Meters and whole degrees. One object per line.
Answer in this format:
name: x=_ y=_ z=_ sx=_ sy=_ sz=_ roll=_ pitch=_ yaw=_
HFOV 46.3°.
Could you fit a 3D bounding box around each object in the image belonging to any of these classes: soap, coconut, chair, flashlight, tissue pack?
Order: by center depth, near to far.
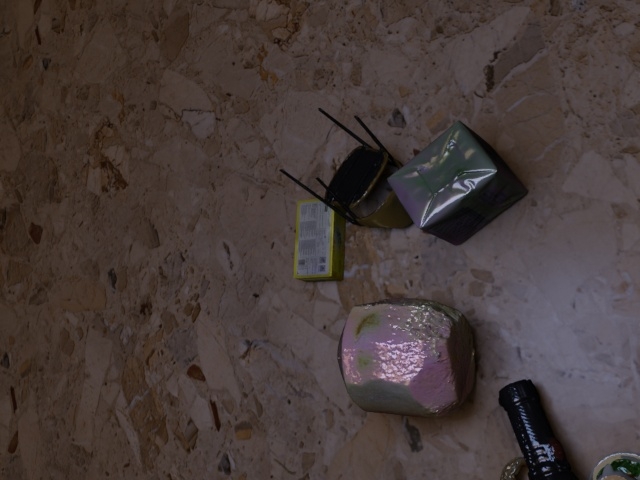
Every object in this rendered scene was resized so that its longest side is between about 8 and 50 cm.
flashlight: x=0.377 y=0.350 z=1.285 sx=0.093 sy=0.093 sz=0.231 roll=-30 pitch=52 yaw=23
coconut: x=0.146 y=0.211 z=1.393 sx=0.245 sy=0.233 sz=0.233 roll=-2 pitch=78 yaw=27
soap: x=0.259 y=-0.102 z=1.418 sx=0.182 sy=0.199 sz=0.138 roll=-41 pitch=63 yaw=19
chair: x=0.078 y=-0.131 z=1.542 sx=0.172 sy=0.247 sz=0.158 roll=23 pitch=78 yaw=52
tissue pack: x=0.000 y=0.000 z=1.636 sx=0.095 sy=0.062 sz=0.175 roll=-5 pitch=75 yaw=29

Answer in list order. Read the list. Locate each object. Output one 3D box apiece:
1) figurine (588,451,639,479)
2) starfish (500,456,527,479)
figurine: x=0.478 y=0.402 z=1.186 sx=0.132 sy=0.154 sz=0.132 roll=-8 pitch=74 yaw=30
starfish: x=0.307 y=0.560 z=1.290 sx=0.327 sy=0.094 sz=0.374 roll=1 pitch=71 yaw=32
